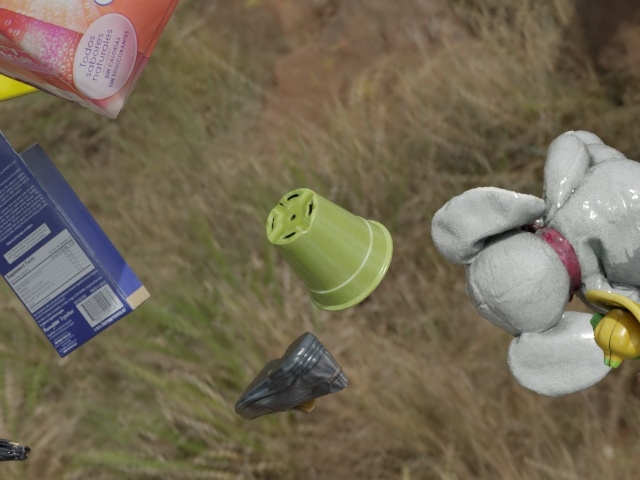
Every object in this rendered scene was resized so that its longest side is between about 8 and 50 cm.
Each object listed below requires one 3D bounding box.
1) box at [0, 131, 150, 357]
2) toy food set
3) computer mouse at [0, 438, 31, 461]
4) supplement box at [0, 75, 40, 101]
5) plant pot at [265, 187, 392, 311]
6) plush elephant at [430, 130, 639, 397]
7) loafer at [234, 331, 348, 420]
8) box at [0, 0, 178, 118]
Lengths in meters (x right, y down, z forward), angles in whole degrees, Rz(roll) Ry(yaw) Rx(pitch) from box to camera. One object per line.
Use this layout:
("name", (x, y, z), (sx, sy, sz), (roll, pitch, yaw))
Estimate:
("box", (-0.280, -0.003, 1.632), (0.136, 0.225, 0.036), (-32, 7, 42))
("toy food set", (0.324, 0.108, 1.523), (0.128, 0.218, 0.071), (14, 84, 47))
("computer mouse", (-0.439, 0.219, 1.879), (0.242, 0.071, 0.041), (6, 71, 16))
("supplement box", (-0.343, -0.216, 1.386), (0.356, 0.195, 0.194), (-14, 22, 13))
("plant pot", (0.000, 0.000, 1.280), (0.083, 0.079, 0.083), (-26, 44, 27))
("plush elephant", (0.268, 0.026, 1.862), (0.255, 0.272, 0.330), (-22, 0, -3))
("loafer", (-0.032, 0.147, 1.590), (0.062, 0.061, 0.170), (-52, 6, -31))
("box", (-0.201, -0.182, 0.714), (0.300, 0.154, 0.142), (22, 82, 33))
